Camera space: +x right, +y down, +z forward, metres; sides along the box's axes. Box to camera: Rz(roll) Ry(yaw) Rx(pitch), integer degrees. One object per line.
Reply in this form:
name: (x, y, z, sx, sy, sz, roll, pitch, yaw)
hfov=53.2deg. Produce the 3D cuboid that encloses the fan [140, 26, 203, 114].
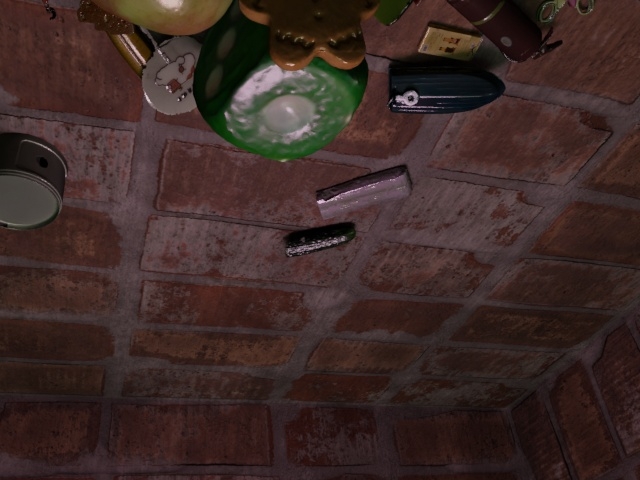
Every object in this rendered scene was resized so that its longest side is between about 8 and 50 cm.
fan: (-0.356, -0.420, 1.449, 0.191, 0.009, 0.329, -44, 140, -10)

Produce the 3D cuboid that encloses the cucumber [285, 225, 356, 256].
cucumber: (0.000, 0.000, 2.094, 0.241, 0.074, 0.074, -13, 142, 5)

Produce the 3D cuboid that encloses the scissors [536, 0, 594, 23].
scissors: (0.568, -0.587, 1.474, 0.133, 0.020, 0.187, -10, 144, 10)

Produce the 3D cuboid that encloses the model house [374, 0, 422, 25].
model house: (0.179, -0.615, 1.302, 0.294, 0.207, 0.154, -51, 171, 31)

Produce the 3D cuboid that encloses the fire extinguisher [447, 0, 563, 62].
fire extinguisher: (0.423, -0.517, 1.468, 0.341, 0.105, 0.141, 26, 133, -33)

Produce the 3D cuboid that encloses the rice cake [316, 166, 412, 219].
rice cake: (0.128, -0.143, 1.948, 0.297, 0.050, 0.106, -16, 142, 11)

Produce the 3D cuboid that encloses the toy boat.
toy boat: (0.314, -0.382, 1.608, 0.296, 0.122, 0.114, 0, 124, 6)

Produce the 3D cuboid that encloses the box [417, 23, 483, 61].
box: (0.317, -0.483, 1.564, 0.149, 0.020, 0.073, 6, 139, -17)

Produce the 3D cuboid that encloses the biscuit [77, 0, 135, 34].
biscuit: (-0.442, -0.478, 1.332, 0.130, 0.019, 0.119, 41, 118, -19)

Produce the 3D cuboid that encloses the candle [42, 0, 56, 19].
candle: (-0.584, -0.538, 1.334, 0.026, 0.021, 0.167, 18, 144, 9)

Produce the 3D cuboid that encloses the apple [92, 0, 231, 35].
apple: (-0.293, -0.535, 1.163, 0.319, 0.319, 0.277, 13, 116, -25)

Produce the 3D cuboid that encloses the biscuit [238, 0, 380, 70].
biscuit: (-0.022, -0.490, 1.218, 0.275, 0.355, 0.052, -2, 167, -12)

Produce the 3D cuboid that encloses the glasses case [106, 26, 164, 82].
glasses case: (-0.418, -0.430, 1.454, 0.064, 0.079, 0.234, -25, 140, 8)

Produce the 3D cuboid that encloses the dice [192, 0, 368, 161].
dice: (-0.089, -0.377, 1.408, 0.287, 0.300, 0.297, 18, 134, -35)

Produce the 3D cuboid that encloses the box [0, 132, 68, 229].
box: (-0.797, -0.151, 1.693, 0.226, 0.149, 0.226, -5, 143, -4)
